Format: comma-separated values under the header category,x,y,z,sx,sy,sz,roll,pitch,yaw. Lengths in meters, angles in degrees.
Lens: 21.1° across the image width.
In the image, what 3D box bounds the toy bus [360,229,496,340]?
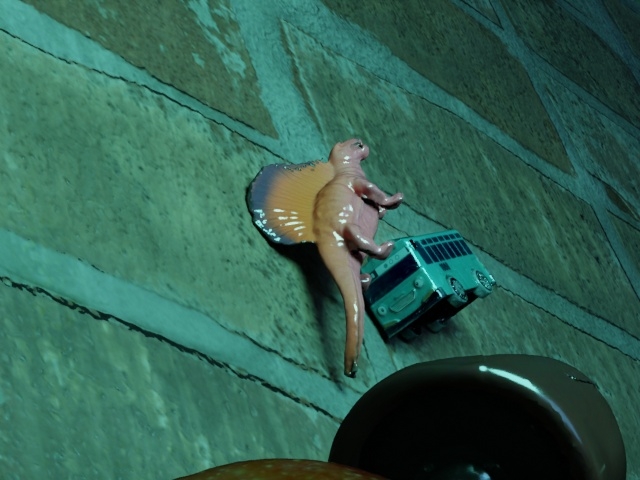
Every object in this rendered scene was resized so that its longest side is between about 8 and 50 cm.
category,x,y,z,sx,sy,sz,roll,pitch,yaw
toy bus,0.101,0.040,1.696,0.091,0.079,0.160,55,22,11

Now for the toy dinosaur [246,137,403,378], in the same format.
category,x,y,z,sx,sy,sz,roll,pitch,yaw
toy dinosaur,-0.006,-0.005,1.584,0.139,0.070,0.286,21,44,-7

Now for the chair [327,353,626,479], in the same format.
category,x,y,z,sx,sy,sz,roll,pitch,yaw
chair,0.079,0.221,1.196,0.226,0.226,0.401,51,23,0

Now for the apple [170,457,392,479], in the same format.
category,x,y,z,sx,sy,sz,roll,pitch,yaw
apple,-0.005,0.264,0.831,0.348,0.349,0.277,-79,168,-62
